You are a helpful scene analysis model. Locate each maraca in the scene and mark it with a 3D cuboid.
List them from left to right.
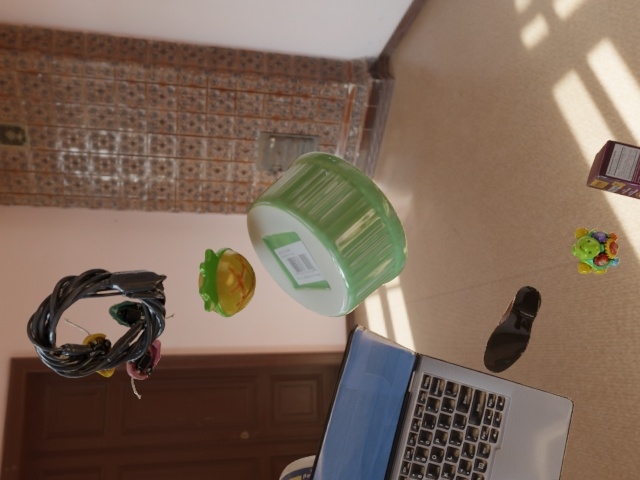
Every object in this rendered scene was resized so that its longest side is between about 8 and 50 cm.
[{"bbox_3d":[-0.174,0.074,0.981,0.185,0.099,0.127,29,-123,-75],"label":"maraca"}]

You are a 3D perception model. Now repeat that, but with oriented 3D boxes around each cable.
[{"bbox_3d":[-0.283,0.106,0.698,0.047,0.184,0.151,36,114,31],"label":"cable"}]

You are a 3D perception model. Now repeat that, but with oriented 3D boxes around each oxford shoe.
[{"bbox_3d":[0.419,0.203,1.202,0.212,0.076,0.076,-53,-13,-19],"label":"oxford shoe"}]

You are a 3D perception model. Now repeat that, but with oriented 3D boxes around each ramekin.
[{"bbox_3d":[0.000,0.000,1.039,0.303,0.148,0.304,34,147,25],"label":"ramekin"}]

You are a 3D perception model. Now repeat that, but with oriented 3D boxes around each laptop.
[{"bbox_3d":[0.156,0.344,0.670,0.236,0.407,0.382,134,153,-78],"label":"laptop"}]

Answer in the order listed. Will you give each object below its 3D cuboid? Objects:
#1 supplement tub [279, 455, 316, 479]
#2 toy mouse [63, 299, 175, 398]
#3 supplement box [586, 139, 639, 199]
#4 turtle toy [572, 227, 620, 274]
[{"bbox_3d":[0.013,0.643,1.137,0.316,0.228,0.228,-87,8,-47],"label":"supplement tub"},{"bbox_3d":[-0.275,0.143,0.795,0.031,0.143,0.161,-7,112,43],"label":"toy mouse"},{"bbox_3d":[0.659,-0.132,1.111,0.104,0.188,0.081,26,-99,-75],"label":"supplement box"},{"bbox_3d":[0.549,0.018,1.090,0.066,0.130,0.095,-14,75,58],"label":"turtle toy"}]
